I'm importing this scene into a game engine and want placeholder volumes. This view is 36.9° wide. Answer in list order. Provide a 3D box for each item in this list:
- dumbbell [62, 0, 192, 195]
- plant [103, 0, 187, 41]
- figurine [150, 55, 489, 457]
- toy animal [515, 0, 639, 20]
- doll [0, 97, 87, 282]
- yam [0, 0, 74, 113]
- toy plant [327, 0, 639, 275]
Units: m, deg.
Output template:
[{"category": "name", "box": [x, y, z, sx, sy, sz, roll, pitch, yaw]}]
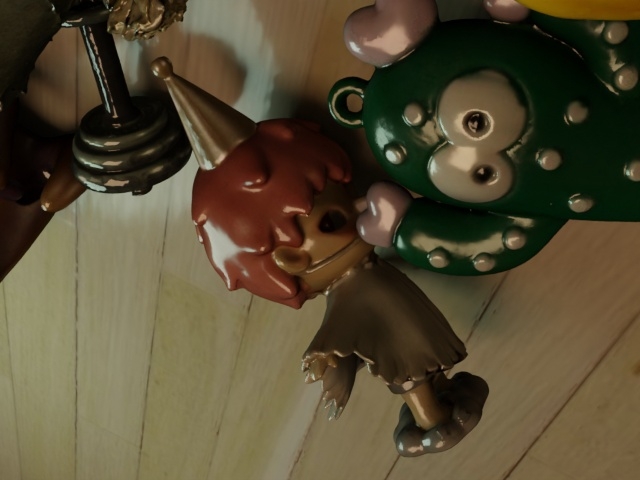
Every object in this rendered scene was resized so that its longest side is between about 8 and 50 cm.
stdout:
[{"category": "dumbbell", "box": [-0.181, -0.149, 0.810, 0.110, 0.110, 0.255, 9, 129, 25]}, {"category": "plant", "box": [-0.152, -0.211, 0.702, 0.121, 0.117, 0.104, 10, 168, -11]}, {"category": "figurine", "box": [0.000, 0.000, 0.798, 0.166, 0.207, 0.387, -31, 98, 27]}, {"category": "toy animal", "box": [0.134, -0.259, 0.408, 0.278, 0.345, 0.247, 65, 166, -17]}, {"category": "doll", "box": [-0.382, -0.096, 0.901, 0.318, 0.209, 0.340, -4, 134, 48]}, {"category": "yam", "box": [-0.210, -0.239, 0.575, 0.241, 0.241, 0.348, 39, 124, -9]}, {"category": "toy plant", "box": [0.122, -0.082, 0.664, 0.243, 0.112, 0.233, -10, 116, 19]}]
